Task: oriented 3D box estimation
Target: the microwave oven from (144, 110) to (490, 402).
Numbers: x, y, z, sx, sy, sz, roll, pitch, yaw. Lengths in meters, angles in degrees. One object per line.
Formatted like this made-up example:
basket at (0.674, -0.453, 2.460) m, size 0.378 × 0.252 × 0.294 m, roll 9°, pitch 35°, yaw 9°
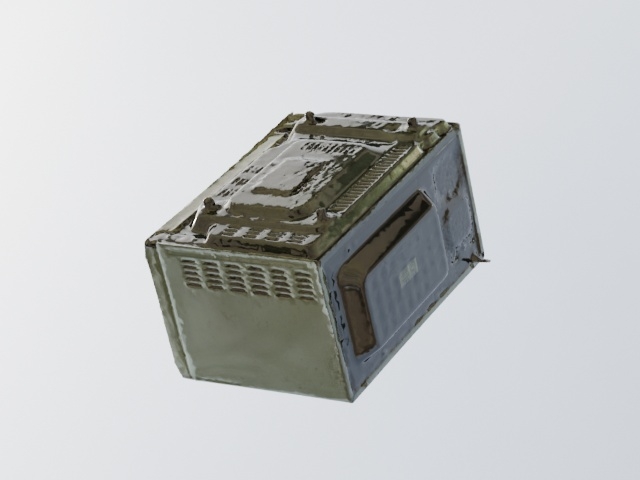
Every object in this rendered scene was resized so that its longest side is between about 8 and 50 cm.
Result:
microwave oven at (0.000, 0.000, 1.195) m, size 0.163 × 0.129 × 0.205 m, roll 3°, pitch -149°, yaw 32°
